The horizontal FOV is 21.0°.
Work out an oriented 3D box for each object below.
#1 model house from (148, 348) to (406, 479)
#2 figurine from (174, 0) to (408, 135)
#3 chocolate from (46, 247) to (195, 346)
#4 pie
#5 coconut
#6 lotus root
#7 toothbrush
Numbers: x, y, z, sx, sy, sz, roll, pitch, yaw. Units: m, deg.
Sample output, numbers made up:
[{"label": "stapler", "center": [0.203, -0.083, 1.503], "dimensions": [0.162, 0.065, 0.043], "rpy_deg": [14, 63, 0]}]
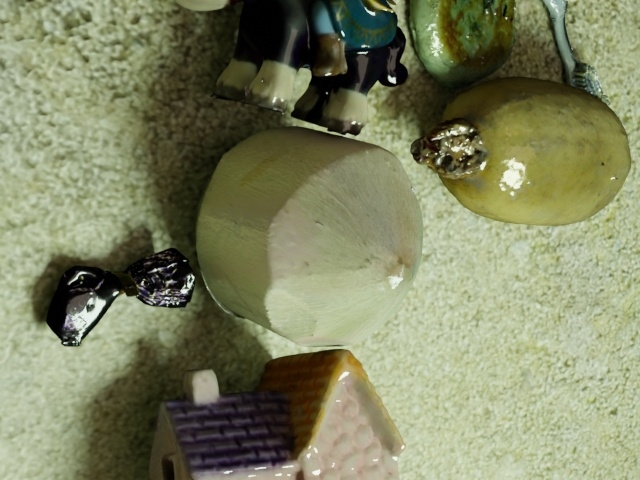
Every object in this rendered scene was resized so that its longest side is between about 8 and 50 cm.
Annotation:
[{"label": "model house", "center": [-0.056, 0.233, 1.735], "dimensions": [0.237, 0.202, 0.237], "rpy_deg": [-2, 86, -21]}, {"label": "figurine", "center": [0.026, -0.301, 1.677], "dimensions": [0.306, 0.241, 0.412], "rpy_deg": [45, 83, -15]}, {"label": "chocolate", "center": [-0.190, 0.048, 1.627], "dimensions": [0.147, 0.070, 0.072], "rpy_deg": [-18, 84, -44]}, {"label": "pie", "center": [0.169, -0.264, 1.948], "dimensions": [0.187, 0.041, 0.187], "rpy_deg": [-12, 107, -45]}, {"label": "coconut", "center": [0.000, 0.000, 1.690], "dimensions": [0.224, 0.234, 0.224], "rpy_deg": [-18, 113, -51]}, {"label": "lotus root", "center": [0.233, -0.102, 1.974], "dimensions": [0.342, 0.151, 0.169], "rpy_deg": [2, 98, -50]}, {"label": "toothbrush", "center": [0.263, -0.317, 2.041], "dimensions": [0.035, 0.042, 0.413], "rpy_deg": [-49, 128, -27]}]
